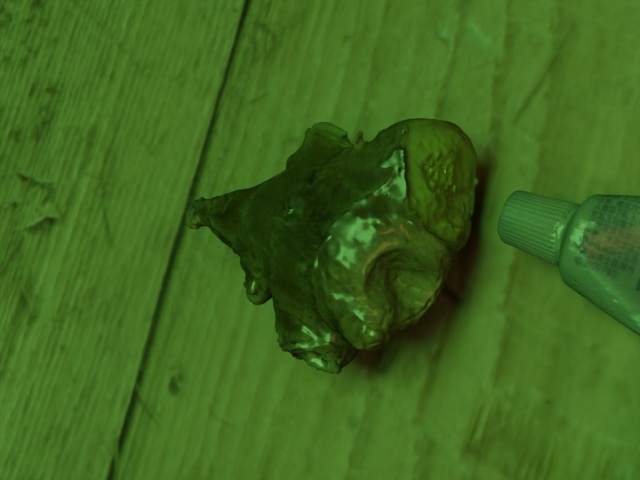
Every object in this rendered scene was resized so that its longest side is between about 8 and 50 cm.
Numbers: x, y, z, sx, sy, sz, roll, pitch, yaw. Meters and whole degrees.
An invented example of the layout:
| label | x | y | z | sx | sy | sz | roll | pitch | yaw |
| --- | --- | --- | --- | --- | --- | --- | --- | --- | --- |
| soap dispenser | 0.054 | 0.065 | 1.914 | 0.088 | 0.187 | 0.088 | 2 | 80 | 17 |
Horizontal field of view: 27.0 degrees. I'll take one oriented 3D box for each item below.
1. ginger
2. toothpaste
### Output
| label | x | y | z | sx | sy | sz | roll | pitch | yaw |
| --- | --- | --- | --- | --- | --- | --- | --- | --- | --- |
| ginger | 0.000 | 0.000 | 1.098 | 0.270 | 0.123 | 0.219 | -7 | 67 | 48 |
| toothpaste | 0.252 | 0.021 | 0.927 | 0.282 | 0.068 | 0.099 | 21 | 119 | 32 |
